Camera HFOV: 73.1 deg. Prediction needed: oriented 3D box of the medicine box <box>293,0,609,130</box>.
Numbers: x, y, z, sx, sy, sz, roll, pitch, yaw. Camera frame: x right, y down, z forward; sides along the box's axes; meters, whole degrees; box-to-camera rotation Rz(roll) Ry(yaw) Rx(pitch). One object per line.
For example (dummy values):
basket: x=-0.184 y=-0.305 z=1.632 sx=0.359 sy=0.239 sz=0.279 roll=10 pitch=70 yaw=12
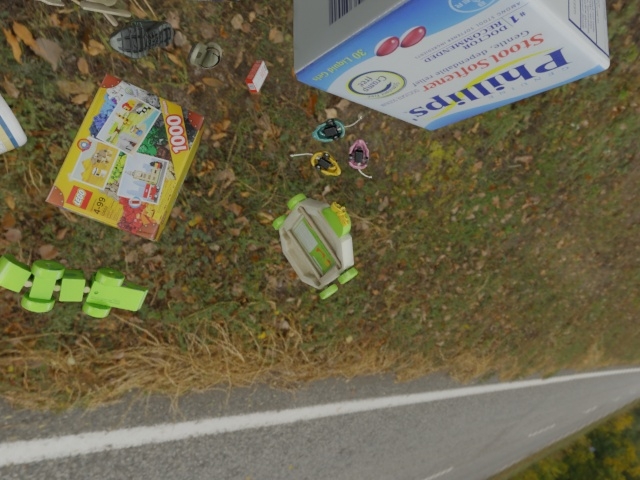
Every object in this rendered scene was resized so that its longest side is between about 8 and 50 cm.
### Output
medicine box: x=0.156 y=-0.272 z=0.532 sx=0.289 sy=0.263 sz=0.149 roll=6 pitch=81 yaw=-38

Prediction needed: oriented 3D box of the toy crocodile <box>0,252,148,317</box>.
toy crocodile: x=-0.606 y=0.111 z=1.071 sx=0.340 sy=0.105 sz=0.115 roll=15 pitch=103 yaw=-35

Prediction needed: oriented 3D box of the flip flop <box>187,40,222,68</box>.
flip flop: x=-0.440 y=-0.725 z=1.702 sx=0.080 sy=0.277 sz=0.112 roll=22 pitch=109 yaw=-4

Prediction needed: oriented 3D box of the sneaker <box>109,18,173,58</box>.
sneaker: x=-0.599 y=-0.665 z=1.412 sx=0.267 sy=0.106 sz=0.101 roll=-55 pitch=162 yaw=-53

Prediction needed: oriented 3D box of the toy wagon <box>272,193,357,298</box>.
toy wagon: x=0.000 y=0.000 z=1.173 sx=0.068 sy=0.267 sz=0.344 roll=-28 pitch=169 yaw=-36

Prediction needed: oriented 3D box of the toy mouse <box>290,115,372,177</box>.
toy mouse: x=0.043 y=-0.181 z=0.805 sx=0.160 sy=0.031 sz=0.143 roll=27 pitch=132 yaw=-6

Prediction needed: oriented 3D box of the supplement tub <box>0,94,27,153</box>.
supplement tub: x=-0.737 y=-0.226 z=0.878 sx=0.199 sy=0.144 sz=0.144 roll=-34 pitch=143 yaw=-27

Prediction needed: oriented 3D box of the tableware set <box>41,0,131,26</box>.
tableware set: x=-0.376 y=-0.352 z=0.592 sx=0.039 sy=0.128 sz=0.194 roll=-40 pitch=173 yaw=34

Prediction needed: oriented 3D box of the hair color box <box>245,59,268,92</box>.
hair color box: x=-0.298 y=-0.770 z=2.025 sx=0.072 sy=0.043 sz=0.141 roll=65 pitch=39 yaw=-54

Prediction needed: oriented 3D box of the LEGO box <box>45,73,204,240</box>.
LEGO box: x=-0.703 y=-0.292 z=1.617 sx=0.372 sy=0.193 sz=0.501 roll=21 pitch=80 yaw=-14
